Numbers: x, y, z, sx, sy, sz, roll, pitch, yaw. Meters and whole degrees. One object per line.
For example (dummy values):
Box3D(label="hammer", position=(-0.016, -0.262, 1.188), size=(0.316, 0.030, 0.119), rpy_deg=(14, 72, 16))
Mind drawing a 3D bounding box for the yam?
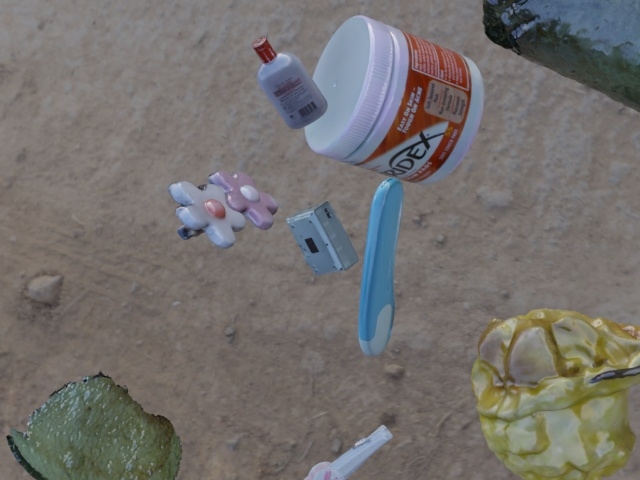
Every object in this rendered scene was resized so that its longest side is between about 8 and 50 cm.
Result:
Box3D(label="yam", position=(0.386, -0.323, 0.996), size=(0.300, 0.195, 0.195), rpy_deg=(28, 97, 7))

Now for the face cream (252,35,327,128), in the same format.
Box3D(label="face cream", position=(-0.028, -0.128, 0.571), size=(0.040, 0.083, 0.021), rpy_deg=(-28, 41, 11))

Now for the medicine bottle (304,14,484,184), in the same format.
Box3D(label="medicine bottle", position=(0.129, -0.246, 1.275), size=(0.252, 0.240, 0.253), rpy_deg=(-44, 39, 51))

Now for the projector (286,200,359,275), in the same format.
Box3D(label="projector", position=(0.000, 0.000, 1.519), size=(0.115, 0.061, 0.147), rpy_deg=(-14, 107, 55))

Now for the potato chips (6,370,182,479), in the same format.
Box3D(label="potato chips", position=(-0.223, 0.206, 0.736), size=(0.026, 0.209, 0.142), rpy_deg=(-10, 85, 36))

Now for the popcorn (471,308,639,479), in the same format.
Box3D(label="popcorn", position=(0.468, 0.275, 1.318), size=(0.381, 0.349, 0.349), rpy_deg=(-39, 62, 39))

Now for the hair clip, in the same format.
Box3D(label="hair clip", position=(-0.164, -0.056, 1.216), size=(0.146, 0.257, 0.075), rpy_deg=(42, 124, 11))

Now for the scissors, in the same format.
Box3D(label="scissors", position=(0.007, 0.355, 1.028), size=(0.242, 0.118, 0.030), rpy_deg=(-37, 15, -9))

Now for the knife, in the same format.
Box3D(label="knife", position=(0.066, 0.034, 0.789), size=(0.031, 0.064, 0.222), rpy_deg=(22, 123, 34))
